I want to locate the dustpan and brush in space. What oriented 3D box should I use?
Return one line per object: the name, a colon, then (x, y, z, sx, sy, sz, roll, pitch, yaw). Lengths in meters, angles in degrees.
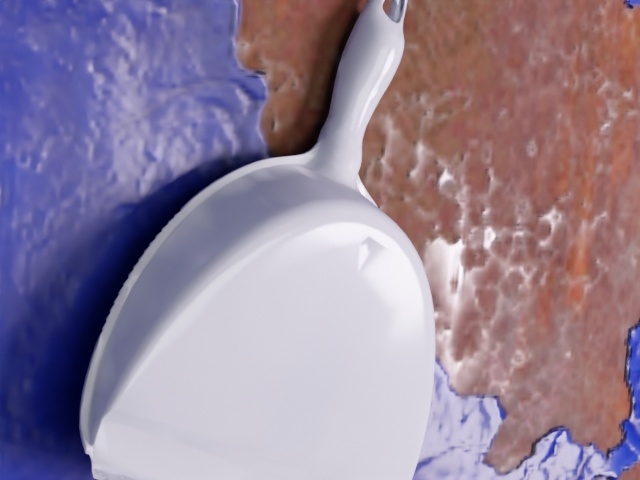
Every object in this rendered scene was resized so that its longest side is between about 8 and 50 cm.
dustpan and brush: (0.000, 0.000, 0.565, 0.147, 0.060, 0.211, 24, 91, -34)
